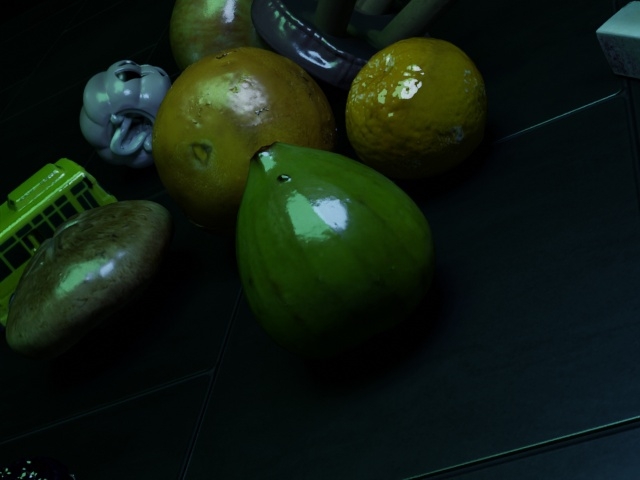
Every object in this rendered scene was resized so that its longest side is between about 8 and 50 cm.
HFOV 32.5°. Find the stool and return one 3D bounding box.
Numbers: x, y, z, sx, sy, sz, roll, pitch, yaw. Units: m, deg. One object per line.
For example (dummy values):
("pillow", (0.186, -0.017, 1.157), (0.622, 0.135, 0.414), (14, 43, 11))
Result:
("stool", (0.057, -0.329, 1.470), (0.272, 0.272, 0.178), (-81, 14, -54))

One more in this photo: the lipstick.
("lipstick", (0.415, -0.193, 1.124), (0.068, 0.066, 0.317), (-40, 28, -10))

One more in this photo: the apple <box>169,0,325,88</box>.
("apple", (-0.108, -0.314, 1.691), (0.264, 0.264, 0.264), (-26, 29, 15))

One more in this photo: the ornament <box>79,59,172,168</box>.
("ornament", (-0.312, -0.205, 1.824), (0.177, 0.177, 0.177), (-26, 29, 15))

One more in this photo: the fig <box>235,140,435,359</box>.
("fig", (0.000, 0.000, 1.109), (0.203, 0.225, 0.203), (-36, 3, 2))

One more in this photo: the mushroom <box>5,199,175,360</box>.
("mushroom", (-0.310, 0.048, 1.447), (0.278, 0.146, 0.278), (-32, 21, 14))

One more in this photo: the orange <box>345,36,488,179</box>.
("orange", (0.113, -0.154, 1.297), (0.177, 0.155, 0.177), (-33, 21, 15))

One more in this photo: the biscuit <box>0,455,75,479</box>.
("biscuit", (-0.332, 0.309, 1.155), (0.194, 0.053, 0.194), (-27, 28, 16))

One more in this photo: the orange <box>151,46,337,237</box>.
("orange", (-0.093, -0.123, 1.383), (0.240, 0.240, 0.240), (-26, 29, 15))

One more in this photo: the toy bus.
("toy bus", (-0.426, -0.003, 1.648), (0.262, 0.150, 0.128), (-42, 30, -15))
